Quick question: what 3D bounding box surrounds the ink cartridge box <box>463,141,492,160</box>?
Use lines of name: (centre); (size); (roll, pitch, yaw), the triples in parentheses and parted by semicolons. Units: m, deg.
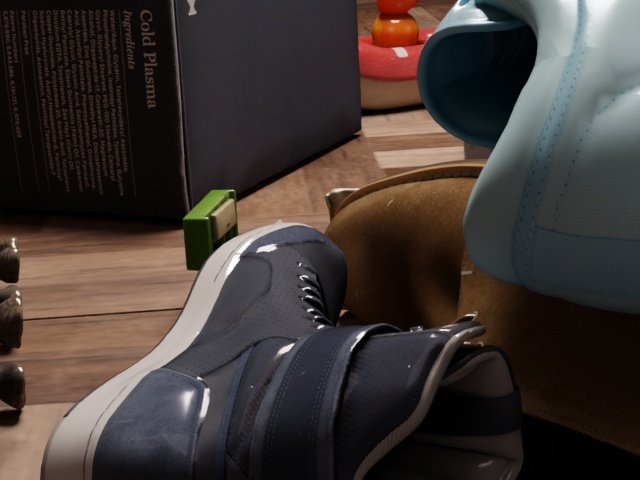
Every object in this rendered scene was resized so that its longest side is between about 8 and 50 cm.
ink cartridge box: (0.229, -0.115, 1.178); (0.189, 0.066, 0.232); (0, 20, 11)

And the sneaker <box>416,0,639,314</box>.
sneaker: (0.120, -0.105, 0.587); (0.150, 0.135, 0.366); (4, 33, 5)

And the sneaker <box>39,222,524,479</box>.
sneaker: (0.013, 0.053, 0.543); (0.163, 0.086, 0.226); (-7, 23, 25)

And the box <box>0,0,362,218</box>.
box: (-0.171, -0.150, 1.146); (0.313, 0.179, 0.343); (3, 17, 25)

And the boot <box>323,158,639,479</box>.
boot: (0.080, 0.041, 0.586); (0.115, 0.112, 0.305); (-26, 28, -30)

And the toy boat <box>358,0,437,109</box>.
toy boat: (0.077, -0.224, 1.402); (0.231, 0.151, 0.151); (-11, 17, -25)

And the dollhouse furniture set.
dollhouse furniture set: (0.000, 0.000, 0.777); (0.152, 0.076, 0.058); (0, 17, 15)

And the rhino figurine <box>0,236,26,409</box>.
rhino figurine: (-0.194, 0.056, 0.627); (0.106, 0.073, 0.243); (-3, 17, -13)
